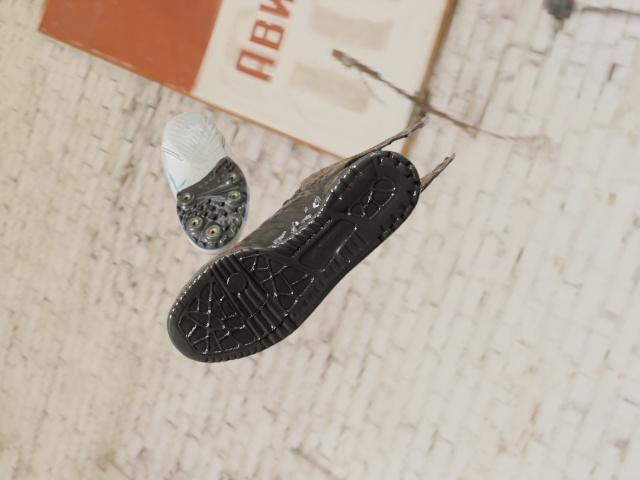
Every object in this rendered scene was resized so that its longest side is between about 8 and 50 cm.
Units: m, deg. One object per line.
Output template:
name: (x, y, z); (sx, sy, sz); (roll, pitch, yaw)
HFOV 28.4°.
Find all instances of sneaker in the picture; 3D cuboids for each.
sneaker: (-0.123, -0.054, 1.390); (0.085, 0.237, 0.086); (-17, -52, -3)
sneaker: (-0.002, -0.002, 0.633); (0.170, 0.089, 0.051); (-38, -85, -1)
